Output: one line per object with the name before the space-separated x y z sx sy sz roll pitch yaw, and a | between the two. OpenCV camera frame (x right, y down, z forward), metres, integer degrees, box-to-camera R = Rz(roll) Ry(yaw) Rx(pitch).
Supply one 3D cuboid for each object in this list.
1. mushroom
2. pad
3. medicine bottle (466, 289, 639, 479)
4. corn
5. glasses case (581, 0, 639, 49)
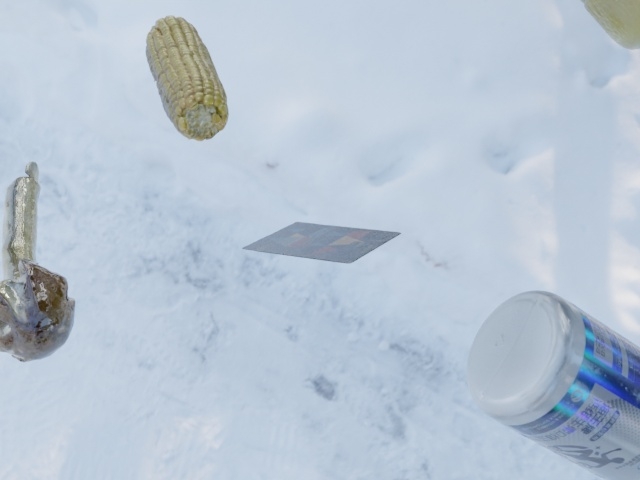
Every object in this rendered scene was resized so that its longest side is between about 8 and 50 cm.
mushroom | -0.214 0.007 0.503 0.061 0.060 0.187 33 20 -44
pad | 0.000 0.000 1.078 0.143 0.211 0.003 -28 117 -47
medicine bottle | 0.218 0.125 0.559 0.191 0.107 0.107 31 54 -20
corn | -0.144 -0.175 0.751 0.068 0.068 0.207 -5 43 -22
glasses case | 0.356 -0.308 0.575 0.371 0.173 0.141 -35 84 -2
